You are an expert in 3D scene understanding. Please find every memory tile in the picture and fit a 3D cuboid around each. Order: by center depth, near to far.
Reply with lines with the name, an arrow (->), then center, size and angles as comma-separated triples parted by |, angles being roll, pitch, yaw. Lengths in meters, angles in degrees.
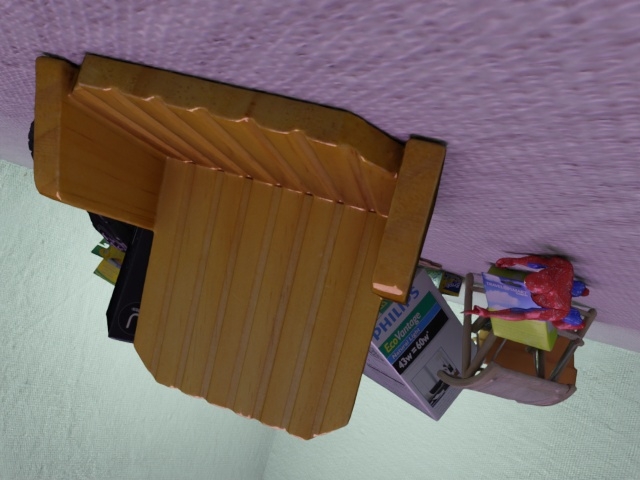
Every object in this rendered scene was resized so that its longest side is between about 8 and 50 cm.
memory tile -> 0.200, 0.042, 1.160 | 0.113, 0.012, 0.148 | 20, 175, -36

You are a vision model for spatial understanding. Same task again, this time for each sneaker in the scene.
sneaker -> -0.343, -0.097, 0.796 | 0.109, 0.130, 0.286 | 24, 153, 29

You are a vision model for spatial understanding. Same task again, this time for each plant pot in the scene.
plant pot -> 0.584, 0.278, 1.402 | 0.291, 0.203, 0.291 | 16, 175, 2

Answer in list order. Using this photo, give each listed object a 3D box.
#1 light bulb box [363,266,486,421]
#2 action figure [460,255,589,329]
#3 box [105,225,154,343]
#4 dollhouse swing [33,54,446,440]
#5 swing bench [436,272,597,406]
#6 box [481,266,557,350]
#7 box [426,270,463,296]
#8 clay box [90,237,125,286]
light bulb box -> 0.187, 0.242, 1.358 | 0.361, 0.225, 0.358 | 52, 162, -25
action figure -> 0.293, 0.075, 0.696 | 0.139, 0.091, 0.280 | 4, 169, 31
box -> -0.216, 0.018, 0.757 | 0.143, 0.270, 0.165 | 18, 175, -24
dollhouse swing -> -0.095, 0.049, 0.495 | 0.347, 0.304, 0.315 | 17, 176, 12
swing bench -> 0.432, 0.233, 1.087 | 0.253, 0.254, 0.165 | 19, 175, -25
box -> 0.357, 0.117, 0.884 | 0.109, 0.042, 0.178 | 12, 140, 39
box -> 0.321, 0.115, 1.333 | 0.059, 0.054, 0.169 | 18, 176, -6
clay box -> -0.453, 0.082, 1.212 | 0.222, 0.053, 0.127 | 35, -166, -15
